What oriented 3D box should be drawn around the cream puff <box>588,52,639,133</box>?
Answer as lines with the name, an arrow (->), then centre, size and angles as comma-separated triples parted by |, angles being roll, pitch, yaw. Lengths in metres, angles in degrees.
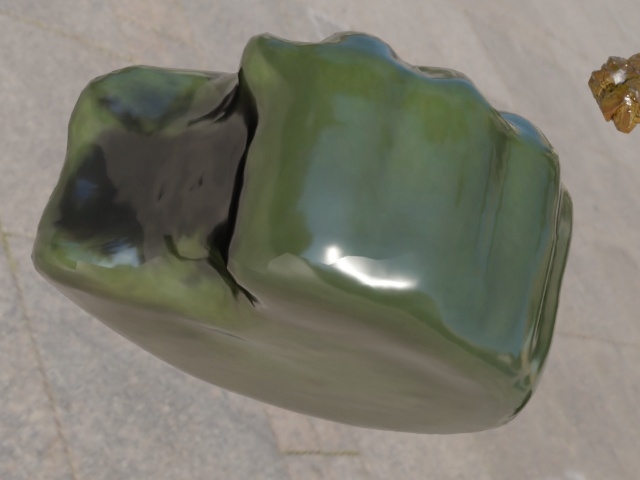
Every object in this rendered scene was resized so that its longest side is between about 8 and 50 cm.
cream puff -> 0.444, -0.217, 1.725 | 0.116, 0.122, 0.094 | 24, 1, 14

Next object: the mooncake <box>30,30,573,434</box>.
mooncake -> 0.000, 0.000, 0.802 | 0.351, 0.351, 0.187 | 34, 62, -39
